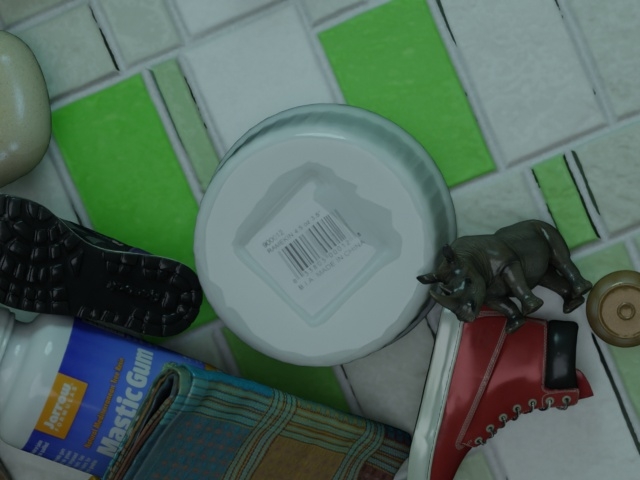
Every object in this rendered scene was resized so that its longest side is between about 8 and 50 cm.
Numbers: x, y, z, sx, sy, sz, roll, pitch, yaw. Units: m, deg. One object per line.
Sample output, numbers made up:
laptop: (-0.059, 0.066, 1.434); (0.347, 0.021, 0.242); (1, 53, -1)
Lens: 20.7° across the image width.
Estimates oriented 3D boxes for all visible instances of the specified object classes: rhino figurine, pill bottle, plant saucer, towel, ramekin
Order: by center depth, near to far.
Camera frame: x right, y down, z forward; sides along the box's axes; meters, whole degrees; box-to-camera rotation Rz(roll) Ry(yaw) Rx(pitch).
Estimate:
rhino figurine: (0.179, 0.036, 1.762); (0.073, 0.243, 0.106); (-46, 68, 36)
towel: (-0.081, 0.275, 1.776); (0.040, 0.370, 0.271); (37, 100, 43)
ramekin: (0.000, 0.000, 1.818); (0.277, 0.135, 0.277); (1, 98, 7)
pill bottle: (-0.246, 0.161, 1.830); (0.272, 0.152, 0.152); (21, 100, -13)
plant saucer: (0.322, 0.073, 1.848); (0.083, 0.015, 0.083); (1, 97, 7)

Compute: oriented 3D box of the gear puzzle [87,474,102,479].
gear puzzle: (-0.139, 0.295, 1.798); (0.175, 0.339, 0.044); (-46, 52, 10)

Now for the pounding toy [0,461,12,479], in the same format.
pounding toy: (-0.420, 0.228, 1.890); (0.154, 0.155, 0.269); (16, 99, 9)

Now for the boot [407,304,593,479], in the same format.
boot: (0.189, 0.192, 1.847); (0.176, 0.088, 0.244); (14, 95, 4)

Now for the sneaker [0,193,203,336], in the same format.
sneaker: (-0.271, 0.026, 1.823); (0.283, 0.124, 0.107); (23, 90, -24)

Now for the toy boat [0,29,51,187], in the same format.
toy boat: (-0.408, -0.063, 1.870); (0.268, 0.148, 0.318); (-8, 89, 3)
